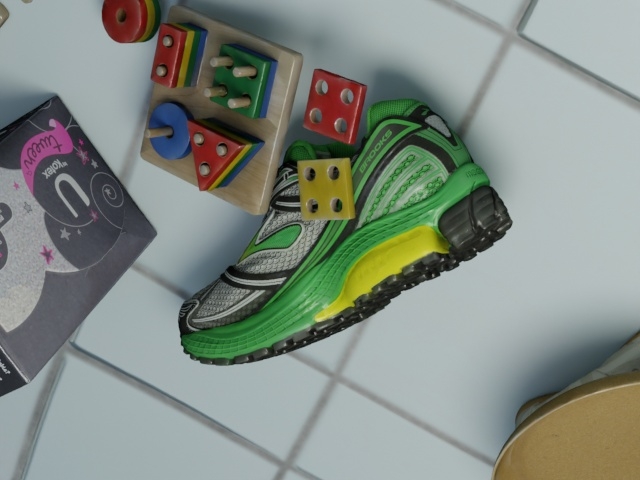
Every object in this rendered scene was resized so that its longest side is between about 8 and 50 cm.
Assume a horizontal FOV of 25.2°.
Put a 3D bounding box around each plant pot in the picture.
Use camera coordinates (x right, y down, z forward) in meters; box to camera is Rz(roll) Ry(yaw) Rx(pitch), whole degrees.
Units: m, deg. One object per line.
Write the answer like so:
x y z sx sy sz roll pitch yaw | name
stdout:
0.253 0.175 1.164 0.236 0.032 0.236 -3 137 -3 | plant pot

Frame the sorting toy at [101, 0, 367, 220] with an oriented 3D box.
-0.083 -0.098 1.112 0.274 0.046 0.132 27 113 31 | sorting toy

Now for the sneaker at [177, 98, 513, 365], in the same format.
0.000 0.000 1.178 0.343 0.134 0.146 -33 78 37 | sneaker

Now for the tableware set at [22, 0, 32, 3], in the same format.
-0.247 -0.300 1.139 0.128 0.039 0.194 30 120 18 | tableware set

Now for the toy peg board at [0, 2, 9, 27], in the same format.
-0.383 -0.189 1.231 0.161 0.079 0.160 44 125 -7 | toy peg board

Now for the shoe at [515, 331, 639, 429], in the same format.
0.248 0.133 1.176 0.219 0.058 0.076 -36 101 34 | shoe

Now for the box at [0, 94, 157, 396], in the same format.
-0.275 0.013 1.201 0.142 0.247 0.163 -26 106 30 | box
